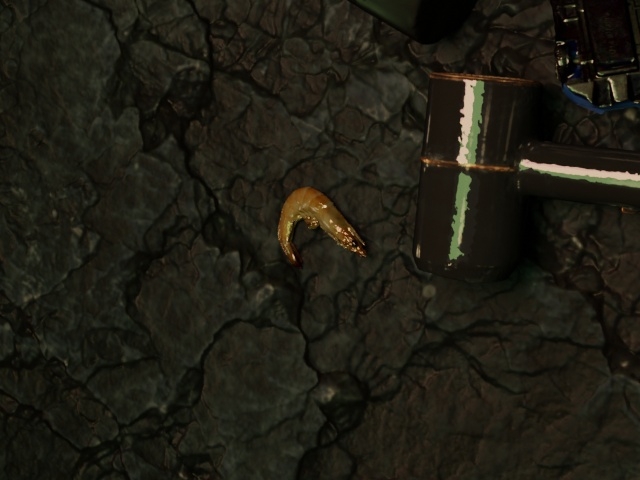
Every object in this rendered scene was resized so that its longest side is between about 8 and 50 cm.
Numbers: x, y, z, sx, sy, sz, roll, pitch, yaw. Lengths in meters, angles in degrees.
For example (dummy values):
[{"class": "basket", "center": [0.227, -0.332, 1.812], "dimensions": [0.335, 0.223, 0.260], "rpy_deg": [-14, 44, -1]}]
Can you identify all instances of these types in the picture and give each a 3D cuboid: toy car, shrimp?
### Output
[{"class": "toy car", "center": [0.244, -0.207, 1.183], "dimensions": [0.103, 0.063, 0.216], "rpy_deg": [-8, 64, 8]}, {"class": "shrimp", "center": [0.000, 0.000, 1.379], "dimensions": [0.114, 0.023, 0.083], "rpy_deg": [40, 114, 28]}]

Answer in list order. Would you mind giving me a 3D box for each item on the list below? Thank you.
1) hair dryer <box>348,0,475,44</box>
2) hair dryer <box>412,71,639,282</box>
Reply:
[{"class": "hair dryer", "center": [0.082, -0.369, 1.277], "dimensions": [0.244, 0.116, 0.302], "rpy_deg": [36, 98, 23]}, {"class": "hair dryer", "center": [0.254, -0.037, 1.196], "dimensions": [0.352, 0.107, 0.189], "rpy_deg": [10, 100, 23]}]
